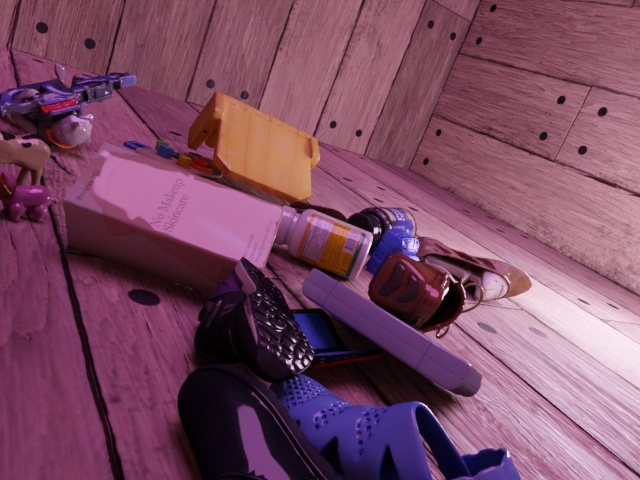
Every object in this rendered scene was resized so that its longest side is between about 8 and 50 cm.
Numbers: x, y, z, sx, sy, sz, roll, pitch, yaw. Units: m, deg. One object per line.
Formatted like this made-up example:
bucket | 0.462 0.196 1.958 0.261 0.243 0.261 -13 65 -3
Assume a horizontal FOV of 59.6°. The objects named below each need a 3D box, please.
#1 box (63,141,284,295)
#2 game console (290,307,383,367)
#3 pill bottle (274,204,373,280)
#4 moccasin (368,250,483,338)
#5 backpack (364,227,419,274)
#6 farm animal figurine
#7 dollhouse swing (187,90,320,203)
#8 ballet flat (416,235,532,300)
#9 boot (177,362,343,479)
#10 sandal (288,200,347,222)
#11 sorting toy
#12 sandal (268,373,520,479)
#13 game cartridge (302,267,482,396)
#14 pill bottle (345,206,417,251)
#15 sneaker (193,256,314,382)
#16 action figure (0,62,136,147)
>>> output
box | -0.233 -0.023 0.908 0.311 0.121 0.148 19 51 -7
game console | 0.003 0.139 0.827 0.124 0.085 0.144 -13 -12 43
pill bottle | 0.000 0.000 1.234 0.209 0.117 0.117 22 16 0
moccasin | 0.204 0.108 1.021 0.147 0.139 0.380 32 -4 21
backpack | 0.188 0.036 1.352 0.101 0.120 0.098 34 19 36
farm animal figurine | -0.570 -0.138 0.844 0.327 0.172 0.330 16 17 -18
dollhouse swing | -0.214 -0.220 1.681 0.347 0.315 0.304 21 59 -26
ballet flat | 0.392 0.091 1.492 0.343 0.116 0.124 23 36 6
boot | -0.097 0.208 0.471 0.246 0.094 0.207 38 18 28
sandal | -0.003 -0.060 1.542 0.180 0.072 0.049 19 -6 6
sorting toy | -0.397 -0.232 1.602 0.348 0.047 0.196 28 17 20
sandal | 0.078 0.221 0.585 0.317 0.138 0.126 27 19 25
game cartridge | 0.110 0.148 0.890 0.294 0.060 0.196 30 -9 29
pill bottle | 0.163 -0.030 1.531 0.123 0.122 0.219 32 20 31
sneaker | -0.097 0.125 0.704 0.107 0.124 0.283 45 1 -17
action figure | -0.640 -0.334 1.408 0.341 0.178 0.330 -21 44 -31
